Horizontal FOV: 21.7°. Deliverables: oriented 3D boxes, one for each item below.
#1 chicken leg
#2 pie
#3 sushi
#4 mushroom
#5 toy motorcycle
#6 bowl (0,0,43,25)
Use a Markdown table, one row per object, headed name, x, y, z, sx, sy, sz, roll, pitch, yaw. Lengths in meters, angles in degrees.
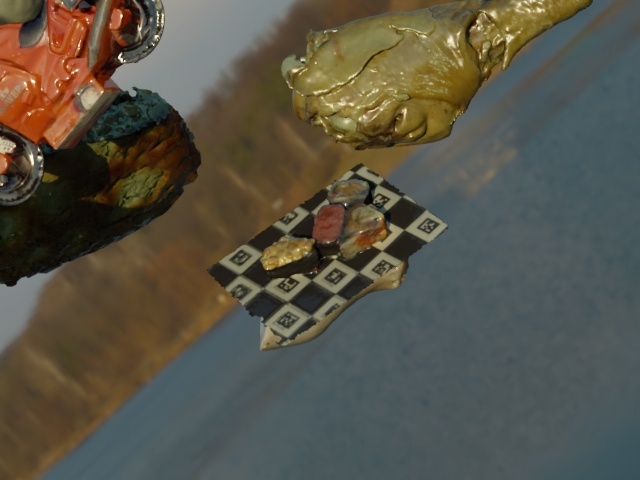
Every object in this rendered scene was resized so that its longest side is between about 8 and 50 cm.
| name | x | y | z | sx | sy | sz | roll | pitch | yaw |
| --- | --- | --- | --- | --- | --- | --- | --- | --- | --- |
| chicken leg | 0.165 | -0.247 | 2.050 | 0.429 | 0.201 | 0.153 | -30 | 8 | 4 |
| pie | -0.312 | -0.062 | 2.080 | 0.354 | 0.103 | 0.288 | -20 | -26 | -30 |
| sushi | 0.000 | 0.000 | 1.546 | 0.201 | 0.139 | 0.031 | -36 | -43 | -19 |
| mushroom | 0.014 | 0.071 | 2.172 | 0.225 | 0.093 | 0.116 | -20 | -3 | -12 |
| toy motorcycle | -0.313 | -0.211 | 1.823 | 0.326 | 0.221 | 0.148 | -47 | -12 | 19 |
| bowl | -0.444 | -0.371 | 2.030 | 0.157 | 0.337 | 0.337 | -47 | -1 | 33 |
